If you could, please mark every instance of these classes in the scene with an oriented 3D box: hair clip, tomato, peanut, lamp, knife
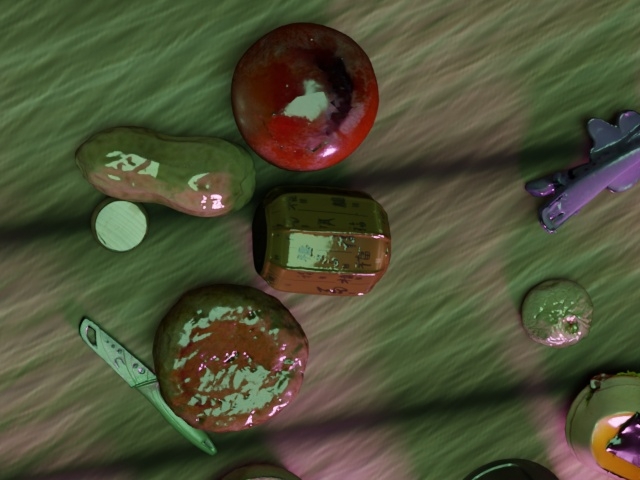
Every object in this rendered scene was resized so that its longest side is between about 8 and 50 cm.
[{"bbox_3d":[0.424,-0.116,1.901,0.278,0.090,0.137,-35,108,-8],"label":"hair clip"},{"bbox_3d":[-0.020,-0.198,1.732,0.208,0.184,0.208,-3,104,-11],"label":"tomato"},{"bbox_3d":[-0.212,-0.098,1.745,0.257,0.123,0.123,8,100,-16],"label":"peanut"},{"bbox_3d":[0.000,0.000,1.797,0.185,0.161,0.161,1,101,-13],"label":"lamp"},{"bbox_3d":[-0.252,0.218,1.856,0.043,0.020,0.293,-44,106,2],"label":"knife"}]

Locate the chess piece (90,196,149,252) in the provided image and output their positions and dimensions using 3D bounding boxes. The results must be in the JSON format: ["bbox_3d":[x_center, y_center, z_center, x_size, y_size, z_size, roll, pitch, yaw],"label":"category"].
[{"bbox_3d":[-0.287,-0.024,1.789,0.084,0.038,0.083,-2,100,-10],"label":"chess piece"}]

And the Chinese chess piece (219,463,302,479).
[{"bbox_3d":[-0.091,0.432,1.890,0.189,0.083,0.188,-1,94,-13],"label":"Chinese chess piece"}]

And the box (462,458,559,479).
[{"bbox_3d":[0.317,0.474,1.964,0.226,0.149,0.226,-2,101,-12],"label":"box"}]

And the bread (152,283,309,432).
[{"bbox_3d":[-0.135,0.167,1.818,0.230,0.123,0.230,-4,107,-15],"label":"bread"}]

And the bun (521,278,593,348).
[{"bbox_3d":[0.371,0.116,1.941,0.115,0.069,0.115,-2,100,-11],"label":"bun"}]

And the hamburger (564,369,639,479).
[{"bbox_3d":[0.495,0.301,1.989,0.210,0.116,0.173,23,104,-20],"label":"hamburger"}]
